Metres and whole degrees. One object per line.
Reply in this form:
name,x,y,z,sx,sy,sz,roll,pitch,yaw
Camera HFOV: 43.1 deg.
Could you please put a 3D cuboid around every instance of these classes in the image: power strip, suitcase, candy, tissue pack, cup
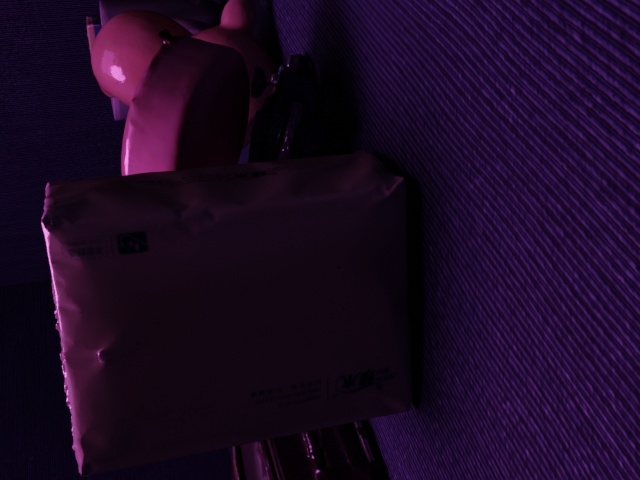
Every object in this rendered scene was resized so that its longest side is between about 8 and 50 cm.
power strip,-0.485,-0.419,1.754,0.056,0.032,0.123,-114,21,-51
suitcase,-0.032,0.413,1.225,0.283,0.194,0.433,-112,21,-44
candy,-0.168,-0.142,1.036,0.255,0.094,0.255,16,-90,-82
tissue pack,-0.097,0.064,0.903,0.207,0.381,0.297,-130,33,-65
cup,-0.326,-0.415,1.762,0.357,0.275,0.259,166,96,-75

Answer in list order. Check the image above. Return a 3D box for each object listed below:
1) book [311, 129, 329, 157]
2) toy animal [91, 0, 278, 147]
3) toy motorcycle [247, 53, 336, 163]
book,0.000,0.000,1.211,0.215,0.025,0.282,141,122,-72
toy animal,-0.228,-0.287,1.399,0.269,0.326,0.237,-36,31,57
toy motorcycle,-0.057,-0.143,1.112,0.296,0.109,0.198,-99,23,-67
